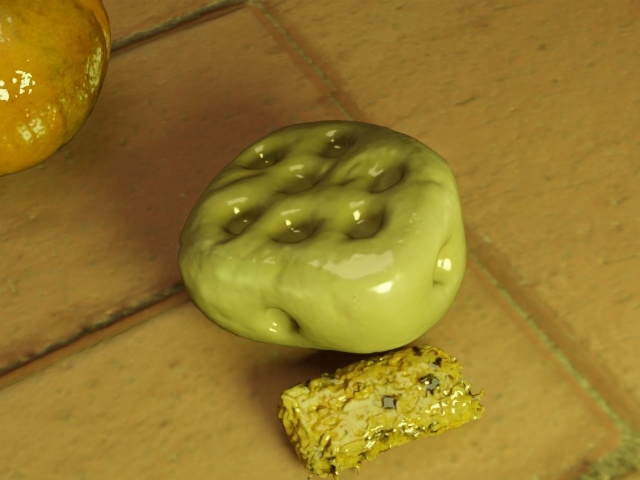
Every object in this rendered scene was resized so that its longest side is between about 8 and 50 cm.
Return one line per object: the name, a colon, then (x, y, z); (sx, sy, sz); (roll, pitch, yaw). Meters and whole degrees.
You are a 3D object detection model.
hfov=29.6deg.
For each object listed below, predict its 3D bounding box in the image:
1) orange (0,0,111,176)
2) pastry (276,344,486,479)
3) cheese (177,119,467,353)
orange: (-0.296, -0.156, 1.079); (0.240, 0.171, 0.240); (-13, 40, 11)
pastry: (0.042, 0.119, 0.873); (0.140, 0.056, 0.080); (-21, 61, -16)
cheese: (0.000, 0.000, 0.930); (0.217, 0.117, 0.235); (-19, 33, -4)
